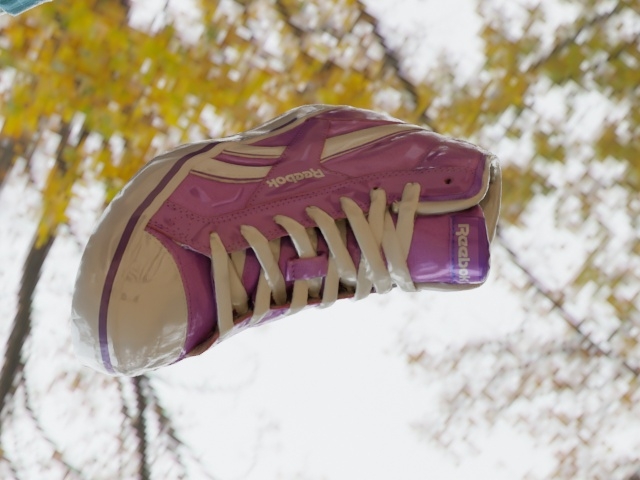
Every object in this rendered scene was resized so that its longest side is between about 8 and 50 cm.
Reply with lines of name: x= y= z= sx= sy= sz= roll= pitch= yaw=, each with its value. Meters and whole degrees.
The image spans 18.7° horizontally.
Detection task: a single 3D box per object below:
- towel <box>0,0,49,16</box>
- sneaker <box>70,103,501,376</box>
towel: x=-0.169 y=-0.357 z=1.525 sx=0.271 sy=0.370 sz=0.040 roll=60 pitch=-162 yaw=-22
sneaker: x=0.000 y=-0.001 z=1.040 sx=0.161 sy=0.102 sz=0.282 roll=15 pitch=-147 yaw=30
